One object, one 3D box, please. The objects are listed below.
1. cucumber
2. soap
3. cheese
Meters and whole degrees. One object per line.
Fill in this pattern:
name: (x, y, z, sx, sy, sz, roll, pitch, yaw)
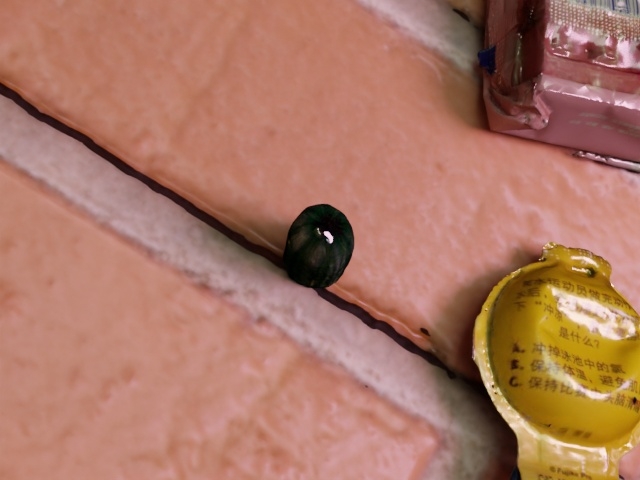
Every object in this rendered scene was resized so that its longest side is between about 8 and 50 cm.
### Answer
cucumber: (0.000, 0.000, 0.563, 0.048, 0.105, 0.048, 1, 75, -4)
soap: (0.269, -0.152, 0.676, 0.274, 0.098, 0.217, 9, 74, -14)
cheese: (0.175, 0.118, 0.588, 0.157, 0.064, 0.250, 16, 62, -11)
